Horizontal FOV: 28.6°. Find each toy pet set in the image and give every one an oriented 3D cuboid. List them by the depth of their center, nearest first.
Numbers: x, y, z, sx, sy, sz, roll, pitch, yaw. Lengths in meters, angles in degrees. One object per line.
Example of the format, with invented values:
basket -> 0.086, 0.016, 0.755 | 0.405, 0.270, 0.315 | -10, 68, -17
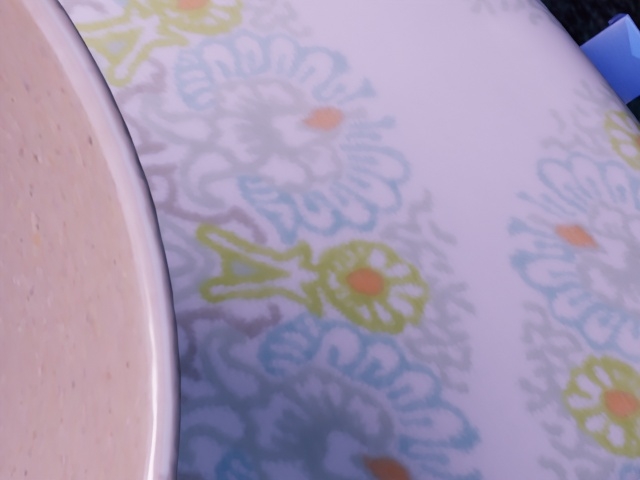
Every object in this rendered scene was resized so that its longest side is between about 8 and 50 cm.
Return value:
toy pet set -> 0.194, -0.077, 0.742 | 0.122, 0.065, 0.114 | -39, 97, -36

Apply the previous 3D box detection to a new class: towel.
towel -> 0.000, 0.000, 0.523 | 0.374, 0.090, 0.320 | -18, 65, -33

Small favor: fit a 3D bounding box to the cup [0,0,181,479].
cup -> -0.232, 0.050, 0.316 | 0.331, 0.237, 0.331 | 10, 70, -28
